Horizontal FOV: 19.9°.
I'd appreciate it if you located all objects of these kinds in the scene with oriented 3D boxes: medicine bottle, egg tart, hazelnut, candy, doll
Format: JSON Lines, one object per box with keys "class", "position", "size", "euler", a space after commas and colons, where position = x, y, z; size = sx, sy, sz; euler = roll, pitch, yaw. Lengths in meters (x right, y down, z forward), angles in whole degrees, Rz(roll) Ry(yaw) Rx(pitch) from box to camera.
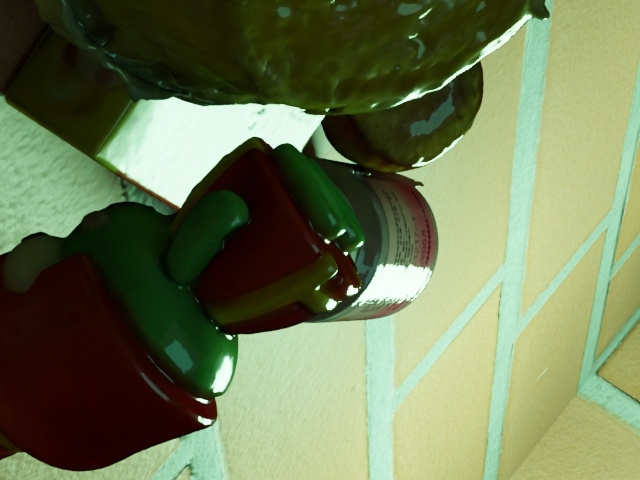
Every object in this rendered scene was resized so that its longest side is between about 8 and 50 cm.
{"class": "medicine bottle", "position": [0.000, 0.000, 1.547], "size": [0.147, 0.147, 0.247], "euler": [-62, 159, 11]}
{"class": "egg tart", "position": [0.023, -0.201, 1.017], "size": [0.388, 0.169, 0.388], "euler": [-21, 143, -17]}
{"class": "hazelnut", "position": [0.059, -0.133, 1.527], "size": [0.150, 0.150, 0.150], "euler": [-46, 157, -27]}
{"class": "candy", "position": [-0.095, -0.101, 1.267], "size": [0.146, 0.088, 0.276], "euler": [-55, 158, -1]}
{"class": "doll", "position": [-0.142, 0.065, 1.196], "size": [0.363, 0.160, 0.182], "euler": [-24, 171, 9]}
